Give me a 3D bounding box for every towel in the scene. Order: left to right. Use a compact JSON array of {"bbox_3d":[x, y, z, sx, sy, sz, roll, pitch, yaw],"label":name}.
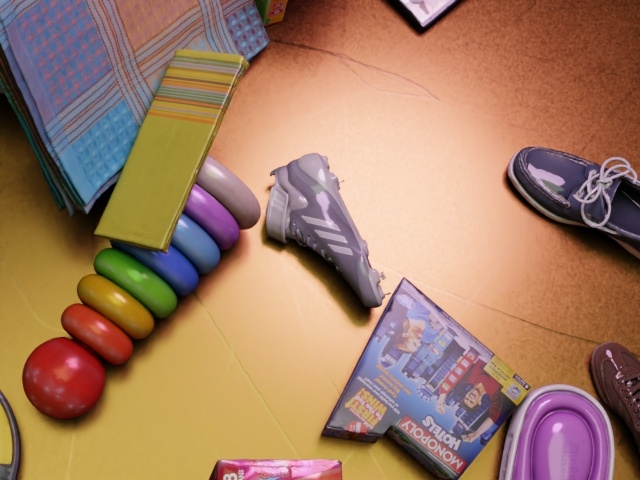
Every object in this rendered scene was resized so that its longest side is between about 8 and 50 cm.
[{"bbox_3d":[-0.206,-0.240,1.348,0.040,0.271,0.370,11,44,37],"label":"towel"},{"bbox_3d":[-0.162,-0.102,1.323,0.102,0.021,0.237,12,72,33],"label":"towel"}]

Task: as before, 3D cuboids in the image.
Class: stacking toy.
[{"bbox_3d":[-0.214,0.053,1.351,0.141,0.141,0.330,35,77,6],"label":"stacking toy"}]

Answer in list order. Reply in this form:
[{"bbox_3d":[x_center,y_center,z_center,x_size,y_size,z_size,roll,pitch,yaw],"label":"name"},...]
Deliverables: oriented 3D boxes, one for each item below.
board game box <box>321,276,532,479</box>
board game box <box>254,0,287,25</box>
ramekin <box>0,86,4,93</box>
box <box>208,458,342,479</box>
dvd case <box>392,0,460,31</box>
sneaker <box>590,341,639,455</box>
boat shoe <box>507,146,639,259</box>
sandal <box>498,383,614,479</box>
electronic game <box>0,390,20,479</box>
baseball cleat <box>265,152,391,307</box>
[{"bbox_3d":[0.103,0.178,1.372,0.194,0.060,0.194,41,72,8],"label":"board game box"},{"bbox_3d":[-0.098,-0.411,1.516,0.039,0.124,0.259,-20,75,-16],"label":"board game box"},{"bbox_3d":[-0.323,-0.233,1.390,0.207,0.207,0.109,7,79,-5],"label":"ramekin"},{"bbox_3d":[-0.055,0.300,1.205,0.122,0.257,0.128,2,71,-8],"label":"box"},{"bbox_3d":[0.166,-0.415,1.582,0.253,0.022,0.180,-41,86,-12],"label":"dvd case"},{"bbox_3d":[0.380,0.196,1.393,0.066,0.071,0.188,-23,76,-14],"label":"sneaker"},{"bbox_3d":[0.350,-0.047,1.469,0.254,0.079,0.095,34,71,5],"label":"boat shoe"},{"bbox_3d":[0.258,0.356,1.306,0.169,0.102,0.416,1,71,-6],"label":"sandal"},{"bbox_3d":[-0.438,0.231,1.293,0.229,0.048,0.229,2,71,-7],"label":"electronic game"},{"bbox_3d":[0.000,0.000,1.426,0.109,0.072,0.206,-23,70,0],"label":"baseball cleat"}]
